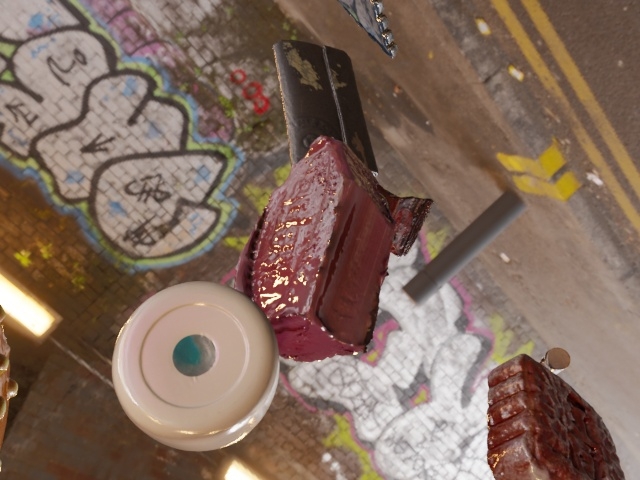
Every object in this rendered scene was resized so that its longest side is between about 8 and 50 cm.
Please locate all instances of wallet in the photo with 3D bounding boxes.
[{"bbox_3d":[0.008,-0.261,1.115,0.044,0.170,0.321,122,143,-57],"label":"wallet"}]

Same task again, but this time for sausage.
[{"bbox_3d":[0.260,0.141,0.646,0.026,0.026,0.116,47,178,24],"label":"sausage"}]

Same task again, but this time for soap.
[{"bbox_3d":[0.000,0.000,0.703,0.182,0.289,0.112,-16,135,44],"label":"soap"}]

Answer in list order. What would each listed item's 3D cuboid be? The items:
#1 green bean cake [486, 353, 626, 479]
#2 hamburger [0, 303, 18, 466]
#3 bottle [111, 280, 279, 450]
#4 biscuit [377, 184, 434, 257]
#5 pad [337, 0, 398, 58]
[{"bbox_3d":[0.209,0.182,0.506,0.135,0.056,0.135,40,-149,-11],"label":"green bean cake"},{"bbox_3d":[-0.632,0.243,0.882,0.396,0.277,0.396,177,90,-75],"label":"hamburger"},{"bbox_3d":[-0.116,0.150,0.602,0.147,0.147,0.236,47,160,18],"label":"bottle"},{"bbox_3d":[0.125,-0.053,1.238,0.235,0.151,0.063,19,-170,-20],"label":"biscuit"},{"bbox_3d":[-0.041,-0.288,0.429,0.269,0.012,0.269,55,-174,24],"label":"pad"}]
